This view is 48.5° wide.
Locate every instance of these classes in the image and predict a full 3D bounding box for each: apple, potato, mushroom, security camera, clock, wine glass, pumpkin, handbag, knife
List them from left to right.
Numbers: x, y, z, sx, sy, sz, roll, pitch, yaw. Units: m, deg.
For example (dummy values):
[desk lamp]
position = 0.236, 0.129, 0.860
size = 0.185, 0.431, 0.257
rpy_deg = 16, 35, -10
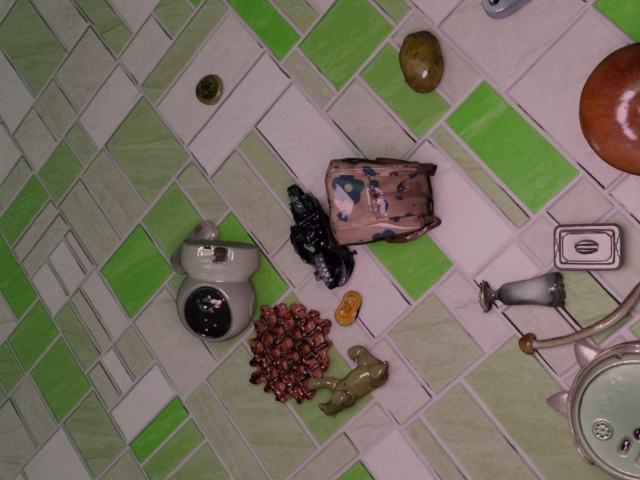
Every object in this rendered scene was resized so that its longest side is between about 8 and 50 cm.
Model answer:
[security camera]
position = -0.243, 0.121, 1.682
size = 0.195, 0.195, 0.236
rpy_deg = 9, 97, 28
[pumpkin]
position = 0.067, 0.153, 1.598
size = 0.050, 0.028, 0.083
rpy_deg = 29, 93, 25
[handbag]
position = 0.136, -0.084, 1.454
size = 0.193, 0.251, 0.190
rpy_deg = -7, 91, 19
[potato]
position = 0.214, -0.382, 1.515
size = 0.092, 0.070, 0.137
rpy_deg = -17, 80, 26
[wine glass]
position = 0.397, 0.105, 1.400
size = 0.155, 0.072, 0.072
rpy_deg = -9, 84, 29
[knife]
position = 0.472, -0.549, 1.405
size = 0.331, 0.044, 0.080
rpy_deg = -29, 68, 18
[mushroom]
position = 0.515, 0.146, 1.340
size = 0.306, 0.043, 0.068
rpy_deg = -31, 55, 25
[clock]
position = 0.577, 0.318, 1.270
size = 0.324, 0.109, 0.265
rpy_deg = 26, 101, 27
[apple]
position = 0.583, -0.228, 1.236
size = 0.254, 0.253, 0.253
rpy_deg = -1, 87, 28

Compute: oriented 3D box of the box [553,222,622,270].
[box]
position = 0.508, 0.013, 1.345
size = 0.122, 0.062, 0.089
rpy_deg = -1, 88, 29

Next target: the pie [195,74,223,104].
[pie]
position = -0.284, -0.385, 1.813
size = 0.084, 0.021, 0.084
rpy_deg = -1, 88, 28

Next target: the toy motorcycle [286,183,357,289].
[toy motorcycle]
position = 0.000, 0.000, 1.590
size = 0.106, 0.159, 0.270
rpy_deg = -29, 59, 14

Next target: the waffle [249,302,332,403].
[waffle]
position = -0.074, 0.262, 1.657
size = 0.221, 0.055, 0.234
rpy_deg = 7, 87, 29

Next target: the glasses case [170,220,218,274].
[glasses case]
position = -0.320, 0.019, 1.805
size = 0.164, 0.041, 0.063
rpy_deg = -46, 68, 19

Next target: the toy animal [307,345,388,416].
[toy animal]
position = 0.066, 0.320, 1.558
size = 0.219, 0.101, 0.103
rpy_deg = -40, 46, 15
